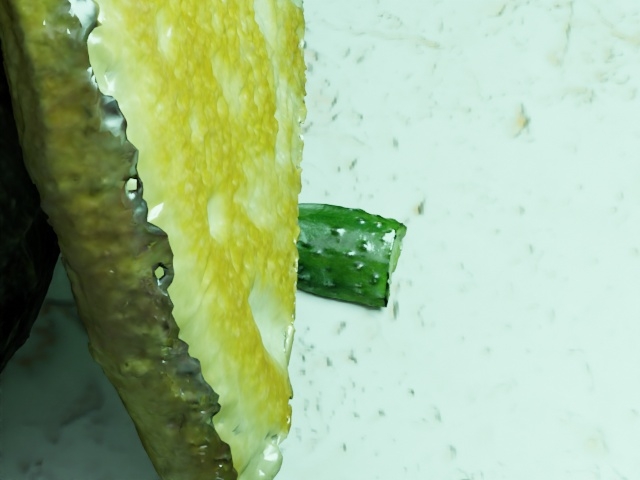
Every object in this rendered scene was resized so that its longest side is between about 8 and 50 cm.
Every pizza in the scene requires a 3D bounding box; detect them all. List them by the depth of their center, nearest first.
[{"bbox_3d":[-0.101,-0.106,1.059,0.080,0.392,0.435,-9,56,16],"label":"pizza"}]

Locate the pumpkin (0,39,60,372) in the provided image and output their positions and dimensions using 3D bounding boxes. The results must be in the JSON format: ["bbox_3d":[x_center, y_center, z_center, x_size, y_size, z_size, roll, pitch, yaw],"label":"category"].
[{"bbox_3d":[-0.356,-0.063,1.071,0.454,0.344,0.454,-1,75,2],"label":"pumpkin"}]

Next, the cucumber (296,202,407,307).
[{"bbox_3d":[0.000,0.000,1.219,0.107,0.035,0.067,12,60,10],"label":"cucumber"}]
